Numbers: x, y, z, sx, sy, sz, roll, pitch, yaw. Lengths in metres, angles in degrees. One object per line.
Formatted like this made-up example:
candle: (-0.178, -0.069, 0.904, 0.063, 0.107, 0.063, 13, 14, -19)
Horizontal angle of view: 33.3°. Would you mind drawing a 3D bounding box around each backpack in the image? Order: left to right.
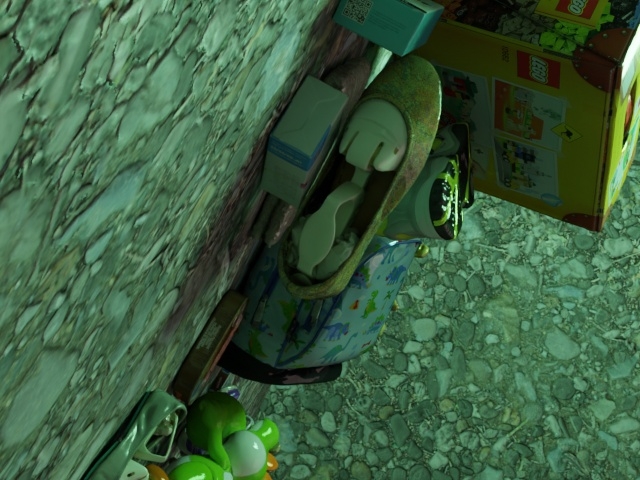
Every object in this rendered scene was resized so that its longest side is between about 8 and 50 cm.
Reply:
backpack: (0.007, 0.067, 1.787, 0.290, 0.273, 0.356, 5, 102, -54)

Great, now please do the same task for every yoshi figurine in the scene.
yoshi figurine: (-0.217, 0.376, 1.838, 0.362, 0.203, 0.203, -28, 108, -57)

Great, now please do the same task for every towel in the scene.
towel: (-0.010, -0.129, 1.561, 0.282, 0.049, 0.187, -64, 176, 21)

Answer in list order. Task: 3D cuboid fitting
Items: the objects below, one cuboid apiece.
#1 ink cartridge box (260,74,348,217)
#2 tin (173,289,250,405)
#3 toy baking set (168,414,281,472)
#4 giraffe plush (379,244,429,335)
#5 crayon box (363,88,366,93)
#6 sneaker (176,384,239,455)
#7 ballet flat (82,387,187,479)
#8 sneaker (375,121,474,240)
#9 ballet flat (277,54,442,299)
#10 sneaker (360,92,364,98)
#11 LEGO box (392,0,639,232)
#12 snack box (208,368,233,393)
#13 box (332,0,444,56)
ink cartridge box: (-0.025, -0.115, 1.374, 0.104, 0.061, 0.181, -59, 175, -25)
tin: (-0.166, 0.160, 1.622, 0.190, 0.040, 0.106, -60, 179, -22)
toy baking set: (-0.185, 0.409, 2.013, 0.196, 0.256, 0.030, -28, 124, -23)
giraffe plush: (0.104, 0.051, 2.022, 0.170, 0.181, 0.210, -49, 180, -32)
crayon box: (0.139, -0.152, 2.030, 0.318, 0.081, 0.202, 12, 96, -65)
sneaker: (-0.203, 0.347, 2.030, 0.170, 0.071, 0.068, -50, 172, -37)
ballet flat: (-0.230, 0.267, 1.326, 0.213, 0.068, 0.072, -57, 173, -49)
sneaker: (0.157, -0.100, 1.667, 0.384, 0.147, 0.145, -41, 126, -69)
ballet flat: (0.046, -0.074, 1.361, 0.349, 0.123, 0.123, -62, 176, 14)
sneaker: (0.075, -0.189, 1.693, 0.234, 0.078, 0.106, -115, -132, -72)
LEGO box: (0.332, -0.260, 1.765, 0.193, 0.372, 0.500, -61, 159, -20)
snack box: (-0.174, 0.245, 2.143, 0.178, 0.022, 0.064, -59, 174, -34)
box: (0.093, -0.294, 1.383, 0.060, 0.100, 0.244, -63, 175, 18)
